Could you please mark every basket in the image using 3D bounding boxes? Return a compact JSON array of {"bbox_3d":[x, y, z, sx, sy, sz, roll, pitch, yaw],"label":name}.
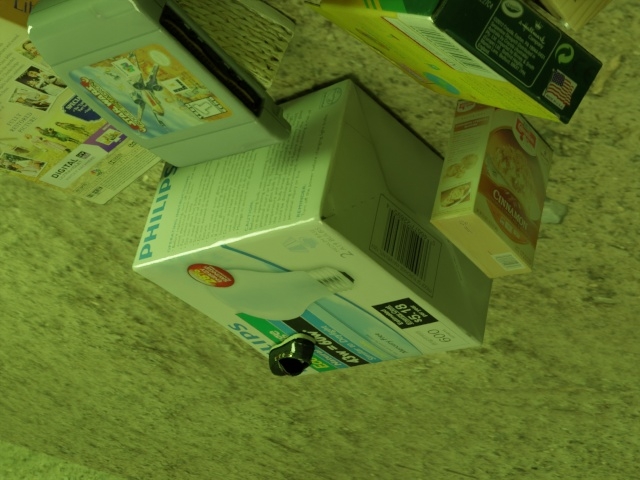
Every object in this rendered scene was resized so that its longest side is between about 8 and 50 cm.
[{"bbox_3d":[-0.133,-0.243,1.616,0.167,0.103,0.113,28,147,-20],"label":"basket"}]

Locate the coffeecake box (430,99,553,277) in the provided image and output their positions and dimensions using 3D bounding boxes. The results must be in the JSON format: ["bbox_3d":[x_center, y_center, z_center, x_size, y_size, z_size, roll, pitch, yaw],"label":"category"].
[{"bbox_3d":[0.219,-0.070,1.667,0.068,0.185,0.142,-11,142,39],"label":"coffeecake box"}]

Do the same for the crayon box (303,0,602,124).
[{"bbox_3d":[0.133,-0.229,1.442,0.202,0.081,0.318,31,178,-28],"label":"crayon box"}]

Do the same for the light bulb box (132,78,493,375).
[{"bbox_3d":[0.000,0.000,1.851,0.361,0.225,0.358,-15,140,41],"label":"light bulb box"}]

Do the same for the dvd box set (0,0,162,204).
[{"bbox_3d":[-0.382,-0.191,1.725,0.420,0.062,0.308,19,143,-35],"label":"dvd box set"}]

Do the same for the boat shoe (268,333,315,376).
[{"bbox_3d":[-0.046,0.173,1.905,0.049,0.042,0.133,21,153,-14],"label":"boat shoe"}]

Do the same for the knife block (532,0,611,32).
[{"bbox_3d":[0.285,-0.336,1.302,0.088,0.242,0.275,44,-175,-39],"label":"knife block"}]

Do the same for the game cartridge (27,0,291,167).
[{"bbox_3d":[-0.197,-0.192,1.575,0.198,0.062,0.297,-15,139,35],"label":"game cartridge"}]
